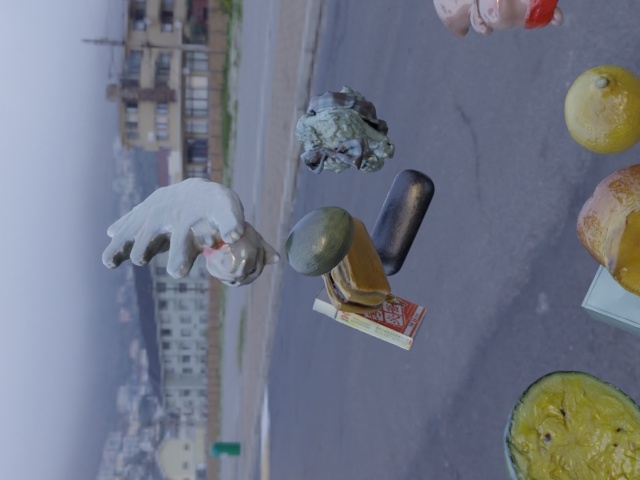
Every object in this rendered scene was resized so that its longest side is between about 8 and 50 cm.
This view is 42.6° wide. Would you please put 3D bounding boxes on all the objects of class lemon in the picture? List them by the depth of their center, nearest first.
[{"bbox_3d":[0.642,-0.292,1.836,0.244,0.187,0.187,54,-155,-49],"label":"lemon"}]

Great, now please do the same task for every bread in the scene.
[{"bbox_3d":[0.533,-0.008,1.287,0.195,0.269,0.142,-56,21,24],"label":"bread"},{"bbox_3d":[0.056,0.042,1.540,0.077,0.116,0.200,-46,50,34],"label":"bread"}]

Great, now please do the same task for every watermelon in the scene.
[{"bbox_3d":[0.491,0.441,1.633,0.189,0.331,0.331,110,161,-50],"label":"watermelon"}]

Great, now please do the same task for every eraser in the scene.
[{"bbox_3d":[0.112,0.152,1.819,0.157,0.230,0.038,-47,-24,-62],"label":"eraser"}]

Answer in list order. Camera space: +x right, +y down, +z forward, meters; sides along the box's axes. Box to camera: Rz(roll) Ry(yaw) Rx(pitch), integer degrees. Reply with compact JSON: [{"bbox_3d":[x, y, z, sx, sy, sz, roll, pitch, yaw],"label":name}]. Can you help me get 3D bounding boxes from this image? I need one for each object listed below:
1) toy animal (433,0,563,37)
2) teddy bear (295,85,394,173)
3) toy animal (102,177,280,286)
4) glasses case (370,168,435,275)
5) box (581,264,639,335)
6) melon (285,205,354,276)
[{"bbox_3d":[0.256,-0.372,1.166,0.197,0.171,0.171,6,96,40],"label":"toy animal"},{"bbox_3d":[0.032,-0.142,1.053,0.213,0.133,0.111,-52,-29,-81],"label":"teddy bear"},{"bbox_3d":[-0.240,0.009,1.539,0.188,0.308,0.266,33,-154,-48],"label":"toy animal"},{"bbox_3d":[0.187,-0.042,1.968,0.067,0.103,0.267,-68,2,-78],"label":"glasses case"},{"bbox_3d":[0.640,0.120,1.574,0.086,0.225,0.129,37,-102,-53],"label":"box"},{"bbox_3d":[0.000,0.000,1.356,0.131,0.098,0.098,-49,10,1],"label":"melon"}]
